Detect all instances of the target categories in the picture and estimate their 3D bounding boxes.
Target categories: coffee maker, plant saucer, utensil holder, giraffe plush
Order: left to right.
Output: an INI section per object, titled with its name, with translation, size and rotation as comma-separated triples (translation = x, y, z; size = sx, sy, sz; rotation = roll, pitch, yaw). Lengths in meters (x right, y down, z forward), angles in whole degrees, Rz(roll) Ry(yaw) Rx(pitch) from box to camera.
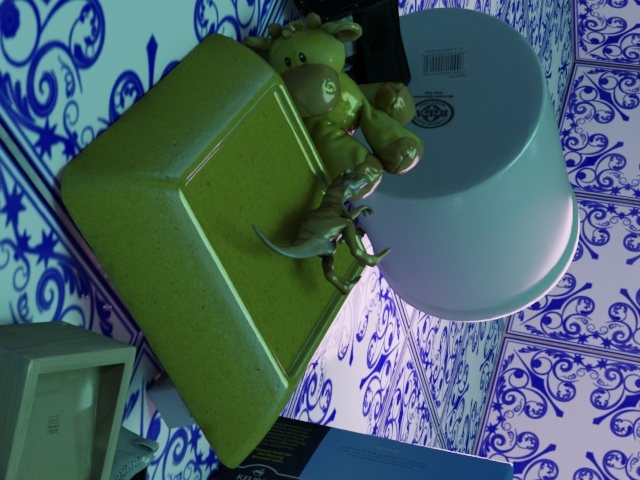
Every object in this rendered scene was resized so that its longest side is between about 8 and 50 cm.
[plant saucer]
translation = -0.067, -0.008, 1.143
size = 0.332, 0.081, 0.332
rotation = 63, 34, -22
[giraffe plush]
translation = 0.004, -0.167, 1.308
size = 0.210, 0.181, 0.170
rotation = 61, 0, 39
[coffee maker]
translation = 0.063, -0.262, 1.450
size = 0.178, 0.171, 0.120
rotation = 71, 17, -58
[utensil holder]
translation = 0.193, -0.099, 1.682
size = 0.385, 0.328, 0.327
rotation = 58, 45, -60

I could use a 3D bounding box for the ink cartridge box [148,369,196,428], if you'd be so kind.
[ink cartridge box]
translation = -0.106, 0.144, 1.218
size = 0.052, 0.123, 0.088
rotation = 64, 33, -19

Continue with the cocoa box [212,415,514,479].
[cocoa box]
translation = 0.044, 0.391, 1.439
size = 0.228, 0.347, 0.231
rotation = -50, 145, -57

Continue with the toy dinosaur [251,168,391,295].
[toy dinosaur]
translation = 0.000, 0.000, 1.132
size = 0.064, 0.112, 0.211
rotation = -44, -178, 32

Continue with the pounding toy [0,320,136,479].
[pounding toy]
translation = -0.253, 0.161, 0.874
size = 0.206, 0.094, 0.181
rotation = 1, 103, -62

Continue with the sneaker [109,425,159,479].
[sneaker]
translation = -0.196, 0.291, 1.049
size = 0.105, 0.115, 0.281
rotation = -44, 140, -60
